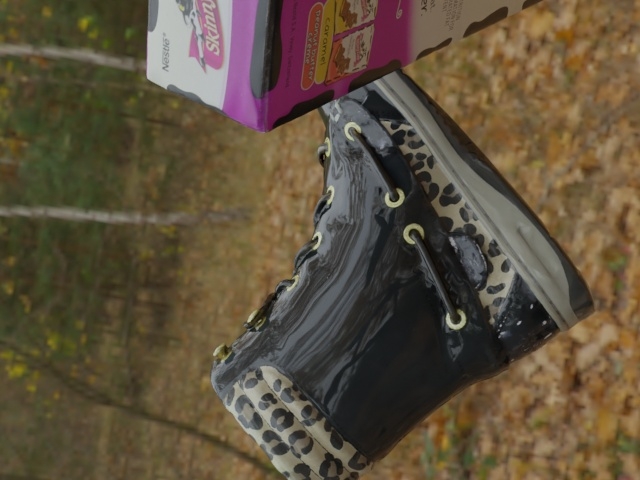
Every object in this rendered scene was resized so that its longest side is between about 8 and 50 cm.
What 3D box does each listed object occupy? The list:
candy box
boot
[{"bbox_3d":[0.031,-0.161,0.541,0.233,0.071,0.159,-29,-43,-43],"label":"candy box"},{"bbox_3d":[0.000,0.000,0.644,0.178,0.236,0.085,-42,-19,4],"label":"boot"}]
